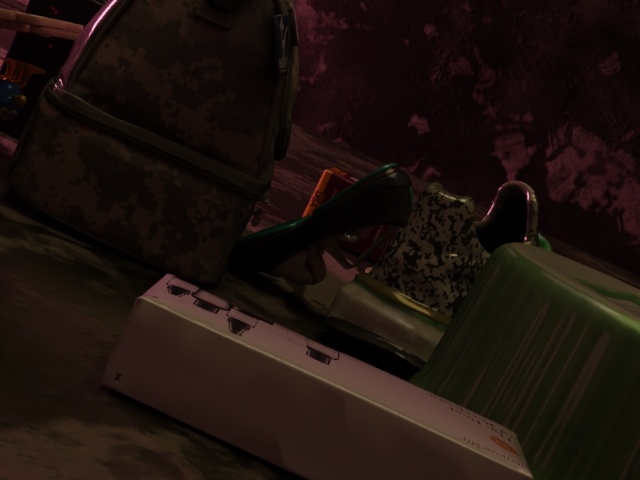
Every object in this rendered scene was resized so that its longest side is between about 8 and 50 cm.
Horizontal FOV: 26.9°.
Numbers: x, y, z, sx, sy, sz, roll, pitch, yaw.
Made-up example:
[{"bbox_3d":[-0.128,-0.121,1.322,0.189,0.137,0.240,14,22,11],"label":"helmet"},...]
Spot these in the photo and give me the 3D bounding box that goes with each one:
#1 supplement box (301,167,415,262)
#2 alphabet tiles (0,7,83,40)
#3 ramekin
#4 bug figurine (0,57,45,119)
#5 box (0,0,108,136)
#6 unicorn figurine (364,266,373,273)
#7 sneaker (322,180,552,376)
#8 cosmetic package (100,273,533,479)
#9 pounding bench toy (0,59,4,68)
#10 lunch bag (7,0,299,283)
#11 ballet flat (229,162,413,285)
[{"bbox_3d":[0.079,-0.017,1.690,0.188,0.081,0.104,26,8,4],"label":"supplement box"},{"bbox_3d":[-0.361,-0.212,1.193,0.284,0.021,0.278,4,10,-46],"label":"alphabet tiles"},{"bbox_3d":[0.220,0.121,0.965,0.303,0.148,0.303,24,8,-4],"label":"ramekin"},{"bbox_3d":[-0.409,-0.168,1.231,0.279,0.072,0.216,12,8,-41],"label":"bug figurine"},{"bbox_3d":[-0.189,-0.147,1.416,0.270,0.165,0.143,25,8,6],"label":"box"},{"bbox_3d":[0.093,0.056,1.382,0.111,0.060,0.162,20,-7,-27],"label":"unicorn figurine"},{"bbox_3d":[0.175,0.043,1.219,0.158,0.182,0.410,30,9,30],"label":"sneaker"},{"bbox_3d":[0.001,0.097,0.775,0.239,0.060,0.099,25,9,-1],"label":"cosmetic package"},{"bbox_3d":[-0.375,-0.177,1.465,0.083,0.052,0.065,28,9,22],"label":"pounding bench toy"},{"bbox_3d":[-0.126,-0.130,1.174,0.212,0.256,0.305,23,8,-10],"label":"lunch bag"},{"bbox_3d":[0.000,0.000,1.193,0.074,0.203,0.074,38,39,-39],"label":"ballet flat"}]
